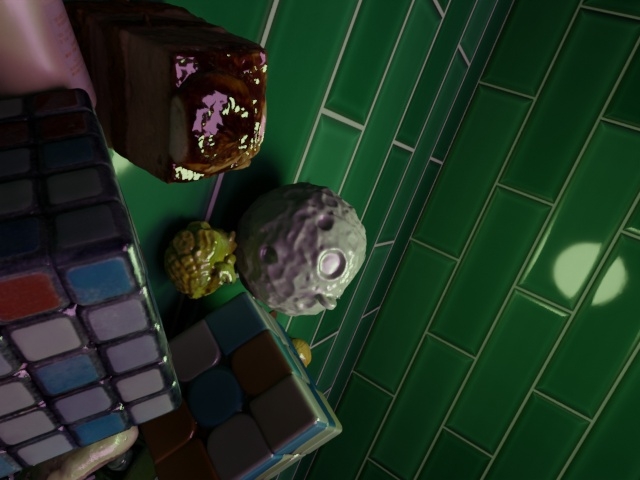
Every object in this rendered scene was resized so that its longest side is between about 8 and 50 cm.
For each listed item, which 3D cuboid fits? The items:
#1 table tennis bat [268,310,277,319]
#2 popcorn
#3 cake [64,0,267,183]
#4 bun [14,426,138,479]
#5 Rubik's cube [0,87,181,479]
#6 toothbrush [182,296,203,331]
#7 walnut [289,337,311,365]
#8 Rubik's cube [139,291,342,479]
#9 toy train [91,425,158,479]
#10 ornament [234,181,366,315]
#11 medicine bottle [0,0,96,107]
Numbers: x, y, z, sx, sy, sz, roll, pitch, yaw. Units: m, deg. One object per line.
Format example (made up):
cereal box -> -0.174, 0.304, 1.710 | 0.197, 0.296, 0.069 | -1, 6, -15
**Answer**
table tennis bat -> -0.188, 0.313, 1.574 | 0.087, 0.013, 0.156 | -21, 132, -61
popcorn -> -0.254, 0.035, 0.982 | 0.173, 0.142, 0.173 | -8, 101, -48
cake -> -0.188, -0.207, 0.638 | 0.199, 0.293, 0.196 | -27, 139, -49
bun -> -0.472, 0.391, 0.867 | 0.231, 0.133, 0.231 | -30, 169, -6
Rubik's cube -> -0.338, 0.048, 0.478 | 0.292, 0.287, 0.293 | -18, 138, -20
toothbrush -> -0.306, 0.150, 1.128 | 0.025, 0.019, 0.275 | 10, 105, -61
walnut -> -0.106, 0.445, 1.741 | 0.144, 0.144, 0.180 | -60, 163, -7
Rubik's cube -> -0.193, 0.388, 1.079 | 0.344, 0.346, 0.347 | -33, 154, -4
toy train -> -0.418, 0.567, 1.121 | 0.159, 0.188, 0.271 | -56, 155, -20
ornament -> -0.058, 0.013, 1.131 | 0.337, 0.337, 0.337 | -47, 153, -34
medicine bottle -> -0.341, -0.190, 0.552 | 0.114, 0.114, 0.252 | -46, 152, -35
